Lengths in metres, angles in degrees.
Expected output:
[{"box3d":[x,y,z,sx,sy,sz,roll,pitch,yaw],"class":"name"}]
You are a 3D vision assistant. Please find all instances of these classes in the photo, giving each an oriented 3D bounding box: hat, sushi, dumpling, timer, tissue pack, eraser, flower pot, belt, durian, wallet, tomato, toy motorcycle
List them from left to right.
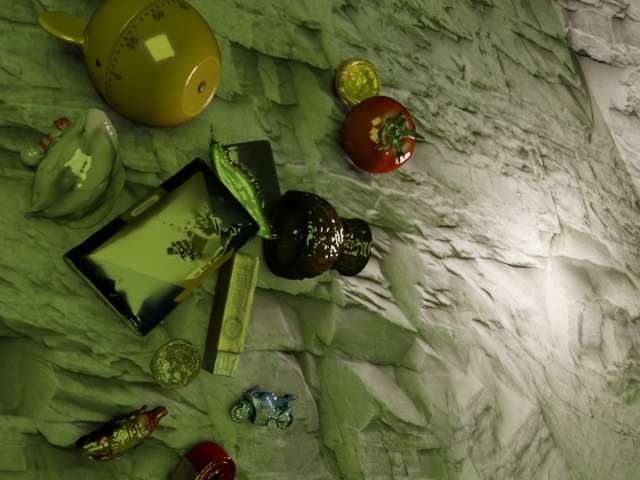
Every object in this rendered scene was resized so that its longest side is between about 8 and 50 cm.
[{"box3d":[-0.693,-0.242,1.212,0.162,0.112,0.093,-42,74,-13],"class":"hat"},{"box3d":[-0.580,-0.155,1.177,0.318,0.187,0.243,-55,151,1],"class":"dumpling"},{"box3d":[-0.502,0.503,1.208,0.226,0.103,0.097,-23,67,-23],"class":"sushi"},{"box3d":[-0.467,-0.491,1.229,0.387,0.376,0.376,34,69,6],"class":"timer"},{"box3d":[-0.402,0.011,1.225,0.416,0.253,0.264,-44,104,-25],"class":"tissue pack"},{"box3d":[-0.327,0.649,1.258,0.128,0.124,0.200,44,72,-36],"class":"belt"},{"box3d":[-0.258,0.204,1.330,0.078,0.144,0.343,15,77,-25],"class":"eraser"},{"box3d":[-0.238,-0.157,1.356,0.132,0.107,0.375,-34,98,-17],"class":"durian"},{"box3d":[-0.212,-0.183,1.454,0.169,0.052,0.245,-12,93,-25],"class":"wallet"},{"box3d":[-0.163,0.493,1.385,0.205,0.076,0.114,18,69,-23],"class":"toy motorcycle"},{"box3d":[0.000,0.000,1.429,0.267,0.267,0.266,13,78,-35],"class":"flower pot"},{"box3d":[0.194,-0.349,1.565,0.256,0.224,0.255,-3,96,-28],"class":"tomato"}]

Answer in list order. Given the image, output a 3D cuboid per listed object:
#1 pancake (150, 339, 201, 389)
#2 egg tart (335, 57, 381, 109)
[{"box3d":[-0.402,0.348,1.311,0.140,0.022,0.139,4,81,-26],"class":"pancake"},{"box3d":[0.125,-0.540,1.641,0.191,0.074,0.191,3,84,-25],"class":"egg tart"}]
